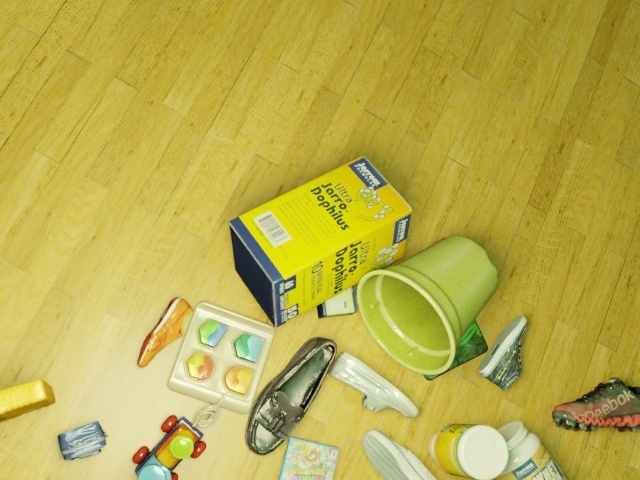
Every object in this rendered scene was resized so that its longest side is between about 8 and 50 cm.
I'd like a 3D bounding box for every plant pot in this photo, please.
[{"bbox_3d":[0.268,0.124,1.793,0.254,0.276,0.276,-37,89,-33],"label":"plant pot"}]

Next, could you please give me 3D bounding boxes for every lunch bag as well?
[{"bbox_3d":[-0.490,0.418,1.606,0.098,0.067,0.065,-17,83,-19],"label":"lunch bag"}]

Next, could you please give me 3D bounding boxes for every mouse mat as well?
[{"bbox_3d":[0.306,0.238,1.895,0.190,0.007,0.152,-23,84,-20],"label":"mouse mat"}]

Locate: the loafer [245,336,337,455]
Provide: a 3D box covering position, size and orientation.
[{"bbox_3d":[-0.063,0.340,1.723,0.109,0.095,0.302,37,71,-6],"label":"loafer"}]

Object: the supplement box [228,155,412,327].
[{"bbox_3d":[0.000,0.000,1.734,0.357,0.194,0.195,-28,60,-19],"label":"supplement box"}]

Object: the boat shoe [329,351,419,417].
[{"bbox_3d":[0.120,0.351,1.787,0.227,0.079,0.081,37,80,1],"label":"boat shoe"}]

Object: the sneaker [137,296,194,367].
[{"bbox_3d":[-0.339,0.208,1.699,0.067,0.064,0.175,39,73,-14],"label":"sneaker"}]

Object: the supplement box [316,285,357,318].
[{"bbox_3d":[0.035,0.136,1.818,0.083,0.056,0.083,-5,79,-16],"label":"supplement box"}]

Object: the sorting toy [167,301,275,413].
[{"bbox_3d":[-0.217,0.261,1.731,0.193,0.038,0.208,21,73,-10],"label":"sorting toy"}]

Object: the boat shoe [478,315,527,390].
[{"bbox_3d":[0.469,0.277,1.903,0.083,0.065,0.183,40,78,-5],"label":"boat shoe"}]

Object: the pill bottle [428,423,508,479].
[{"bbox_3d":[0.324,0.471,1.738,0.118,0.208,0.117,3,77,-14],"label":"pill bottle"}]

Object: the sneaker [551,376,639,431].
[{"bbox_3d":[0.692,0.405,1.912,0.276,0.097,0.135,4,77,-16],"label":"sneaker"}]

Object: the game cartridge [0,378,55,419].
[{"bbox_3d":[-0.673,0.339,1.459,0.324,0.285,0.052,-15,81,-17],"label":"game cartridge"}]

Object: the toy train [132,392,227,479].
[{"bbox_3d":[-0.282,0.412,1.608,0.105,0.143,0.248,43,80,-3],"label":"toy train"}]

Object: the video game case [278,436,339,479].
[{"bbox_3d":[-0.033,0.530,1.717,0.119,0.015,0.166,17,82,-14],"label":"video game case"}]

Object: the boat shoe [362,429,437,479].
[{"bbox_3d":[0.189,0.517,1.771,0.226,0.083,0.076,51,40,5],"label":"boat shoe"}]

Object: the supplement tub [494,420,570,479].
[{"bbox_3d":[0.477,0.537,1.798,0.144,0.144,0.199,-36,89,-19],"label":"supplement tub"}]
